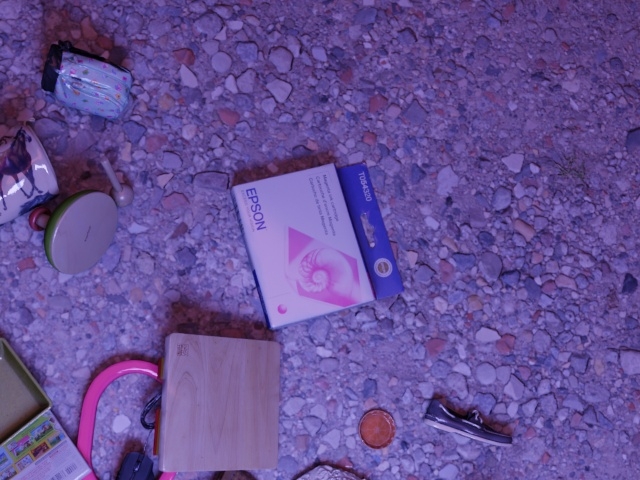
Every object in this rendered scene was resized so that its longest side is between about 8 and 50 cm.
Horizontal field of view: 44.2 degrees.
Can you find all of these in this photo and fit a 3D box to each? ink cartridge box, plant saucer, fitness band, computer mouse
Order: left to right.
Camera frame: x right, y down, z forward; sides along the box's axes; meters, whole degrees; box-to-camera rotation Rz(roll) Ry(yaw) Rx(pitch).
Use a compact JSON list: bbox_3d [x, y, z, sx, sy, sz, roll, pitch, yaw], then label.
[{"bbox_3d":[-0.643,0.317,1.537,0.188,0.045,0.188,-39,72,-16],"label":"plant saucer"},{"bbox_3d":[-0.382,0.388,1.595,0.208,0.054,0.291,6,76,-8],"label":"fitness band"},{"bbox_3d":[-0.345,0.411,1.548,0.071,0.041,0.242,19,75,-4],"label":"computer mouse"},{"bbox_3d":[0.000,0.000,1.747,0.330,0.071,0.324,-15,81,-13],"label":"ink cartridge box"},{"bbox_3d":[0.122,0.411,1.713,0.083,0.013,0.084,2,79,-11],"label":"plant saucer"}]

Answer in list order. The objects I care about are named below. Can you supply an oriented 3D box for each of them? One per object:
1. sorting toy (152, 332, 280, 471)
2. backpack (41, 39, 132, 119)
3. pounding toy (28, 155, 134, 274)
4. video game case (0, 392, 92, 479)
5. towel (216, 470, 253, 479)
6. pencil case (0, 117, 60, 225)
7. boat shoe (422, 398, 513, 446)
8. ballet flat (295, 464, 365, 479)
[{"bbox_3d":[-0.212,0.327,1.583,0.255,0.089,0.257,11,73,-36],"label":"sorting toy"},{"bbox_3d":[-0.497,-0.337,1.684,0.182,0.152,0.115,17,81,-21],"label":"backpack"},{"bbox_3d":[-0.505,-0.056,1.618,0.110,0.183,0.237,24,72,21],"label":"pounding toy"},{"bbox_3d":[-0.593,0.436,1.523,0.227,0.026,0.206,-37,71,-16],"label":"video game case"},{"bbox_3d":[-0.140,0.618,1.468,0.271,0.370,0.040,41,118,-7],"label":"towel"},{"bbox_3d":[-0.722,-0.086,1.565,0.410,0.160,0.184,-30,100,-16],"label":"pencil case"},{"bbox_3d":[0.330,0.401,1.727,0.206,0.075,0.065,17,78,-3],"label":"boat shoe"},{"bbox_3d":[0.125,0.601,1.613,0.409,0.147,0.147,37,74,-2],"label":"ballet flat"}]
